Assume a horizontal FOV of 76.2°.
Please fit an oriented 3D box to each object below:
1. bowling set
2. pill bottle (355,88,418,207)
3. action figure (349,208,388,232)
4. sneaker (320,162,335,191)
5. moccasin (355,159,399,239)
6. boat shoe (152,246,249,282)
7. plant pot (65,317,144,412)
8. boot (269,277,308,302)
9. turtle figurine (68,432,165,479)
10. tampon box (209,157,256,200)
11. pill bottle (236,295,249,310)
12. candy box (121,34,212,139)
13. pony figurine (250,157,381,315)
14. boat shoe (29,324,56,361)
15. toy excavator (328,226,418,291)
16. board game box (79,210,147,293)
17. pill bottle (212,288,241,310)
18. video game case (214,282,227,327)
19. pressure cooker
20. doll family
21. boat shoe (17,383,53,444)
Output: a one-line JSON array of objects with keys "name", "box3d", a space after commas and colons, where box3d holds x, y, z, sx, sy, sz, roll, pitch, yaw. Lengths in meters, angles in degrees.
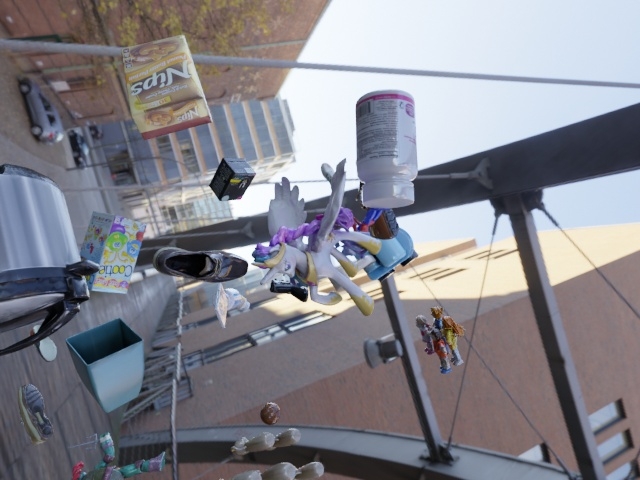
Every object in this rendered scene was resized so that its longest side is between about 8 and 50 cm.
[{"name": "bowling set", "box3d": [-0.140, 0.542, 1.064, 0.154, 0.287, 0.199, -32, -128, 31]}, {"name": "pill bottle", "box3d": [0.175, -0.236, 1.084, 0.160, 0.161, 0.282, 160, -70, -71]}, {"name": "action figure", "box3d": [0.166, -0.106, 1.532, 0.139, 0.092, 0.280, 50, -55, 30]}, {"name": "sneaker", "box3d": [0.058, -0.263, 1.715, 0.161, 0.057, 0.075, 65, -23, 2]}, {"name": "moccasin", "box3d": [0.220, -0.177, 1.741, 0.147, 0.139, 0.379, -4, -57, 36]}, {"name": "boat shoe", "box3d": [-0.431, 0.102, 1.521, 0.130, 0.356, 0.132, 13, -82, 59]}, {"name": "plant pot", "box3d": [-0.664, 0.406, 1.287, 0.166, 0.166, 0.233, 23, -60, 36]}, {"name": "boot", "box3d": [-0.096, 0.150, 1.230, 0.121, 0.099, 0.045, -146, -112, -68]}, {"name": "turtle figurine", "box3d": [-0.514, 0.584, 1.006, 0.118, 0.235, 0.175, -126, -136, -78]}, {"name": "tampon box", "box3d": [-0.376, -0.259, 1.741, 0.101, 0.121, 0.161, 51, -55, 21]}, {"name": "pill bottle", "box3d": [-0.411, 0.304, 2.034, 0.116, 0.065, 0.065, 43, -2, -31]}, {"name": "candy box", "box3d": [-0.425, -0.426, 1.115, 0.087, 0.183, 0.316, 84, -15, -56]}, {"name": "pony figurine", "box3d": [0.000, 0.000, 1.077, 0.303, 0.364, 0.350, -16, -125, 47]}, {"name": "boat shoe", "box3d": [-0.908, 0.342, 1.332, 0.137, 0.043, 0.049, 50, 18, 18]}, {"name": "toy excavator", "box3d": [0.253, 0.086, 1.978, 0.222, 0.433, 0.445, 56, 5, 13]}, {"name": "board game box", "box3d": [-0.787, 0.046, 1.525, 0.145, 0.142, 0.274, 11, -97, 32]}, {"name": "pill bottle", "box3d": [-0.381, 0.240, 1.652, 0.160, 0.087, 0.087, 60, 12, -84]}, {"name": "video game case", "box3d": [-0.323, 0.212, 1.331, 0.122, 0.011, 0.087, -100, -179, -52]}, {"name": "pressure cooker", "box3d": [-0.797, 0.070, 0.993, 0.370, 0.376, 0.419, -29, -103, 32]}, {"name": "doll family", "box3d": [0.402, 0.308, 1.348, 0.263, 0.119, 0.163, -122, -164, -85]}, {"name": "boat shoe", "box3d": [-0.915, 0.550, 1.283, 0.189, 0.072, 0.068, 59, 9, 16]}]
